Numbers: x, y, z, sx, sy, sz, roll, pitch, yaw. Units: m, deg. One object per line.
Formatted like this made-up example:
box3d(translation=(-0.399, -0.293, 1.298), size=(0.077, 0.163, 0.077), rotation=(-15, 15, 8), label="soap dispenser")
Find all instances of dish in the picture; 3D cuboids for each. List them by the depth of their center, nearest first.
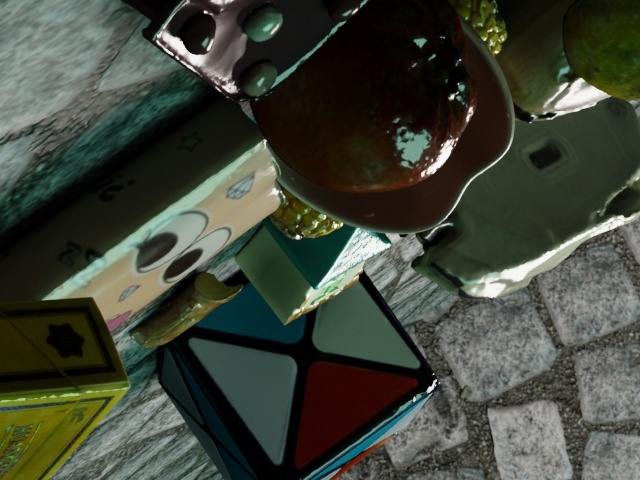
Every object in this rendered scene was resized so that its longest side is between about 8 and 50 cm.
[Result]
box3d(translation=(0.054, -0.119, 1.356), size=(0.213, 0.213, 0.090), rotation=(-42, -161, 20), label="dish")

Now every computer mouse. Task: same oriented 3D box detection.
box3d(translation=(0.226, -0.059, 1.924), size=(0.429, 0.228, 0.145), rotation=(-27, 165, -39), label="computer mouse")

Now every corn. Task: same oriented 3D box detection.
box3d(translation=(0.054, -0.120, 1.460), size=(0.293, 0.106, 0.106), rotation=(-46, 167, 19), label="corn")

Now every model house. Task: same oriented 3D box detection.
box3d(translation=(0.000, 0.000, 1.770), size=(0.127, 0.100, 0.149), rotation=(-30, 165, -40), label="model house")

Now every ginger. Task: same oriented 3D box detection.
box3d(translation=(-0.144, 0.073, 1.760), size=(0.137, 0.044, 0.057), rotation=(-36, -160, 23), label="ginger")

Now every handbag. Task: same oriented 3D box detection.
box3d(translation=(-0.015, -0.183, 1.028), size=(0.203, 0.074, 0.216), rotation=(-40, 169, 5), label="handbag")

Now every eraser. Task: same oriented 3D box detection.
box3d(translation=(-0.167, 0.012, 1.299), size=(0.290, 0.087, 0.171), rotation=(-36, 164, -9), label="eraser")

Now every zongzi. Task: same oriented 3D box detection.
box3d(translation=(0.316, -0.240, 1.591), size=(0.356, 0.174, 0.393), rotation=(-39, 168, 8), label="zongzi")

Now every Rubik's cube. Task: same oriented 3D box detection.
box3d(translation=(-0.035, 0.168, 1.959), size=(0.250, 0.248, 0.246), rotation=(-34, 168, -17), label="Rubik's cube")

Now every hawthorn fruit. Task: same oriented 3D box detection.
box3d(translation=(0.021, -0.114, 1.211), size=(0.188, 0.169, 0.169), rotation=(-13, -172, 40), label="hawthorn fruit")

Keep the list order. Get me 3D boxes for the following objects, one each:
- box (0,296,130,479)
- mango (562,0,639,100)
box3d(translation=(-0.306, 0.127, 1.103), size=(0.301, 0.084, 0.193), rotation=(-1, 147, -42), label="box")
box3d(translation=(0.359, -0.214, 1.318), size=(0.329, 0.176, 0.175), rotation=(-40, -168, 5), label="mango")
